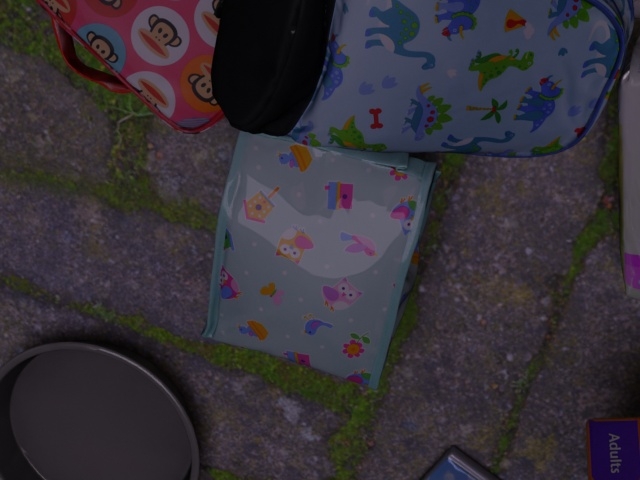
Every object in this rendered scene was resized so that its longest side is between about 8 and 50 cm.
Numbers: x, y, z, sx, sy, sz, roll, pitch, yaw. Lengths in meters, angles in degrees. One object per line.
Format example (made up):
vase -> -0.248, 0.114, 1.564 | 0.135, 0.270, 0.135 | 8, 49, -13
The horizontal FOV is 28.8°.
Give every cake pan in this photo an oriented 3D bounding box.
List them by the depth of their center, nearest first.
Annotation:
cake pan -> -0.289, 0.250, 1.590 | 0.293, 0.054, 0.293 | 4, 113, 10

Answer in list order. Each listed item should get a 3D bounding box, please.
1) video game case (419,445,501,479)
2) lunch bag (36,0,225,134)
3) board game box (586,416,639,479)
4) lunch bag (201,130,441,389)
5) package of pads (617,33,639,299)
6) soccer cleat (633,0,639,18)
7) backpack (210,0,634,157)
video game case -> 0.189, 0.383, 1.560 | 0.212, 0.023, 0.193 | 37, 115, -4
lunch bag -> -0.170, -0.260, 1.316 | 0.258, 0.120, 0.293 | -40, 100, 24
board game box -> 0.463, 0.410, 1.257 | 0.356, 0.356, 0.356 | -4, 146, 13
lunch bag -> 0.000, 0.000, 1.369 | 0.223, 0.160, 0.262 | 15, 120, 6
package of pads -> 0.410, -0.060, 1.229 | 0.229, 0.101, 0.296 | 8, 132, 23
soccer cleat -> 0.355, -0.346, 1.138 | 0.143, 0.116, 0.331 | 25, 128, 28
backpack -> 0.111, -0.209, 1.165 | 0.355, 0.273, 0.290 | -5, 130, -30
